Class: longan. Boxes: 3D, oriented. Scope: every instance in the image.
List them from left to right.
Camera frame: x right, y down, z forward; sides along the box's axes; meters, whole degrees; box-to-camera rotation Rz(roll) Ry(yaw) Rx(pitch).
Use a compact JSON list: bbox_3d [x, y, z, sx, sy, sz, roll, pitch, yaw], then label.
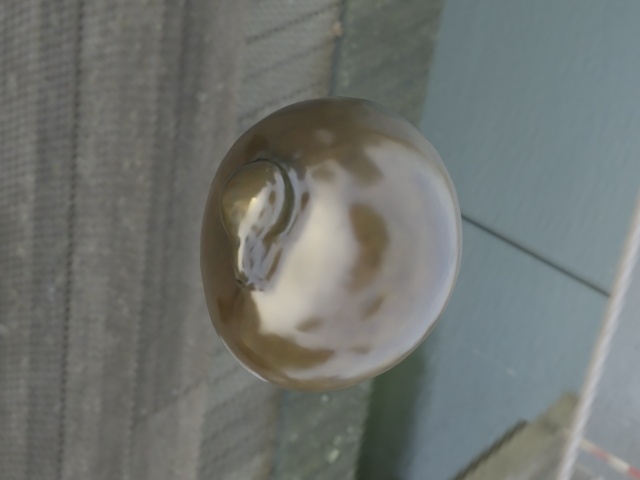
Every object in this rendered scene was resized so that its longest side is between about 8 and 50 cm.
[{"bbox_3d":[0.000,0.000,0.945,0.204,0.159,0.185,33,72,-60],"label":"longan"}]
